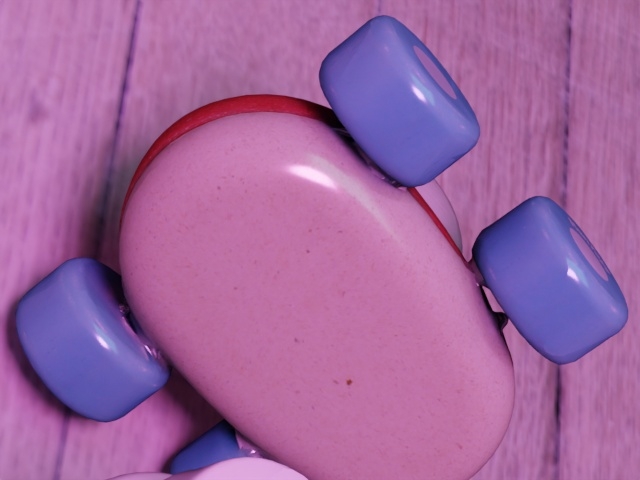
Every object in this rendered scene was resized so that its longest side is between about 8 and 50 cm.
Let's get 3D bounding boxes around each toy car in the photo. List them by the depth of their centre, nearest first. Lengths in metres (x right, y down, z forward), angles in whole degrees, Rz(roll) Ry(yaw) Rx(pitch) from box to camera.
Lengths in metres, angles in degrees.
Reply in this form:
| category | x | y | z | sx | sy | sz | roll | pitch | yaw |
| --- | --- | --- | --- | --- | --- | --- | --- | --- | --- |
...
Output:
| category | x | y | z | sx | sy | sz | roll | pitch | yaw |
| --- | --- | --- | --- | --- | --- | --- | --- | --- | --- |
| toy car | 0.000 | 0.000 | 0.968 | 0.210 | 0.219 | 0.238 | 48 | 14 | -17 |

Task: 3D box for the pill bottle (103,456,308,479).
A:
| category | x | y | z | sx | sy | sz | roll | pitch | yaw |
| --- | --- | --- | --- | --- | --- | --- | --- | --- | --- |
| pill bottle | -0.086 | 0.155 | 0.749 | 0.119 | 0.208 | 0.119 | 23 | 55 | -38 |
